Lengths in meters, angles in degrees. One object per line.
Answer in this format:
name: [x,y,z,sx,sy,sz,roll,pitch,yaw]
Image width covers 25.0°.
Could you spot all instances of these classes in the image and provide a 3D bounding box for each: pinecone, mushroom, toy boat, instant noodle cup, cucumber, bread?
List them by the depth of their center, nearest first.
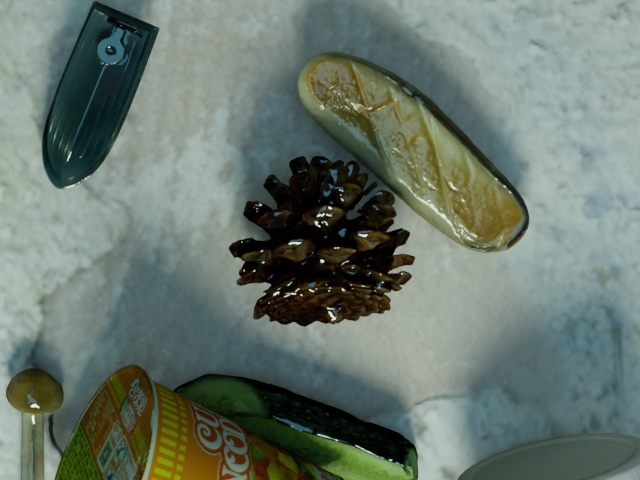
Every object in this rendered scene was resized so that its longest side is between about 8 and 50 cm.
instant noodle cup: [-0.083,0.198,1.048,0.185,0.168,0.168,24,91,-25]
pinecone: [0.000,0.001,1.064,0.140,0.140,0.121,-2,65,-6]
toy boat: [-0.170,-0.103,1.075,0.055,0.060,0.141,22,98,-8]
bread: [0.072,-0.070,1.105,0.214,0.053,0.073,40,93,-10]
cucumber: [-0.012,0.146,1.107,0.220,0.070,0.046,20,62,-9]
mushroom: [-0.185,0.245,1.108,0.068,0.043,0.306,-16,97,14]

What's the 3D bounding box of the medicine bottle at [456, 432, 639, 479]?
medicine bottle: [0.201,0.297,1.086,0.165,0.165,0.273,-13,96,-5]
